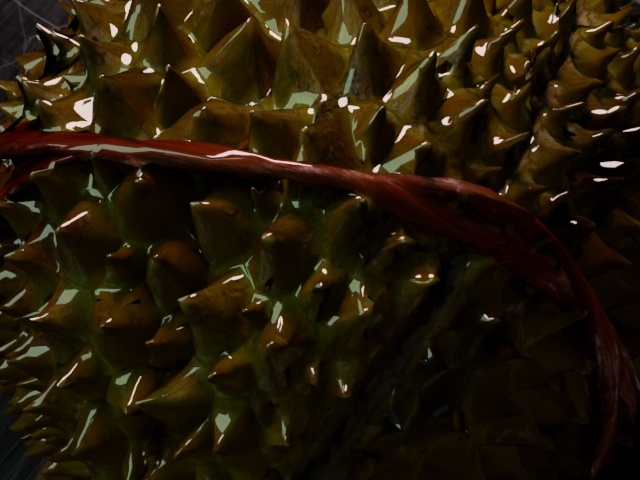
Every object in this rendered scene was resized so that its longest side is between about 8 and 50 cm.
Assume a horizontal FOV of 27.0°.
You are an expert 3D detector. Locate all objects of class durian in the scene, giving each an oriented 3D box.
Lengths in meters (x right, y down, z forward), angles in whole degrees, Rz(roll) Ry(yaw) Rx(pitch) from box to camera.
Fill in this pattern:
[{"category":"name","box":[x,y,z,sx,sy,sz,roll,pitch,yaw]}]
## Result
[{"category":"durian","box":[0.005,0.001,0.639,0.347,0.347,0.384,-38,5,33]}]

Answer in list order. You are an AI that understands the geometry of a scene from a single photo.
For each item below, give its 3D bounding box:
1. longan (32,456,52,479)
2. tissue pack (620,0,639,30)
[{"category":"longan","box":[-0.092,0.173,0.808,0.189,0.189,0.189,-44,15,15]},{"category":"tissue pack","box":[0.212,-0.135,0.836,0.065,0.115,0.155,-46,15,16]}]
